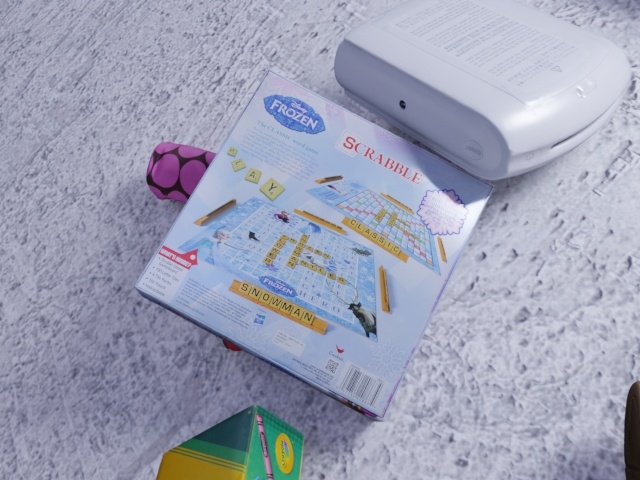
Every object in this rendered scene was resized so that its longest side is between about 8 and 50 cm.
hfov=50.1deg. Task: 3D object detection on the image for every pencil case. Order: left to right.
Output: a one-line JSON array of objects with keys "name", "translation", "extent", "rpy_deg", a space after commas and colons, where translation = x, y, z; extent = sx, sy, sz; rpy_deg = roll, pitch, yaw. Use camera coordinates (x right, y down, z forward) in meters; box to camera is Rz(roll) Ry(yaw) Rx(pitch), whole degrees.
[{"name": "pencil case", "translation": [-0.162, -0.082, 1.008], "extent": [0.209, 0.095, 0.098], "rpy_deg": [17, 87, 31]}]

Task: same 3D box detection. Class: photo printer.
[{"name": "photo printer", "translation": [0.210, -0.208, 0.870], "extent": [0.256, 0.107, 0.307], "rpy_deg": [-33, 53, -25]}]

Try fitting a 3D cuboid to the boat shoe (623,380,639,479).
[{"name": "boat shoe", "translation": [0.346, 0.287, 0.583], "extent": [0.110, 0.121, 0.340], "rpy_deg": [-11, 70, 12]}]

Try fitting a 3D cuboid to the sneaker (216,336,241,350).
[{"name": "sneaker", "translation": [-0.033, 0.031, 0.885], "extent": [0.118, 0.107, 0.279], "rpy_deg": [30, 80, 23]}]

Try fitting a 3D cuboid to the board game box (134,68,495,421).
[{"name": "board game box", "translation": [0.000, 0.000, 0.824], "extent": [0.319, 0.066, 0.317], "rpy_deg": [29, 74, 2]}]

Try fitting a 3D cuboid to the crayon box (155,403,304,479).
[{"name": "crayon box", "translation": [-0.111, 0.324, 0.684], "extent": [0.165, 0.081, 0.278], "rpy_deg": [-34, 31, 30]}]
